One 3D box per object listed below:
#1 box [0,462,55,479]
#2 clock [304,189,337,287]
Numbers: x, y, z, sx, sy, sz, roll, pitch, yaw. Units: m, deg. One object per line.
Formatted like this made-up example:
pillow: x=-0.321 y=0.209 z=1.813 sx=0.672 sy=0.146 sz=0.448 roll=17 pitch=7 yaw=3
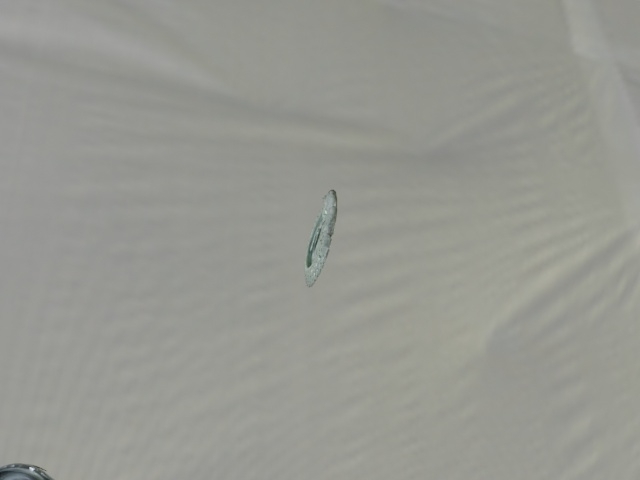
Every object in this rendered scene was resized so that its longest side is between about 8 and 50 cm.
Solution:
box: x=-0.151 y=0.251 z=1.065 sx=0.243 sy=0.163 sz=0.135 roll=38 pitch=-175 yaw=8
clock: x=0.000 y=0.000 z=1.552 sx=0.010 sy=0.083 sz=0.074 roll=13 pitch=-140 yaw=-11
